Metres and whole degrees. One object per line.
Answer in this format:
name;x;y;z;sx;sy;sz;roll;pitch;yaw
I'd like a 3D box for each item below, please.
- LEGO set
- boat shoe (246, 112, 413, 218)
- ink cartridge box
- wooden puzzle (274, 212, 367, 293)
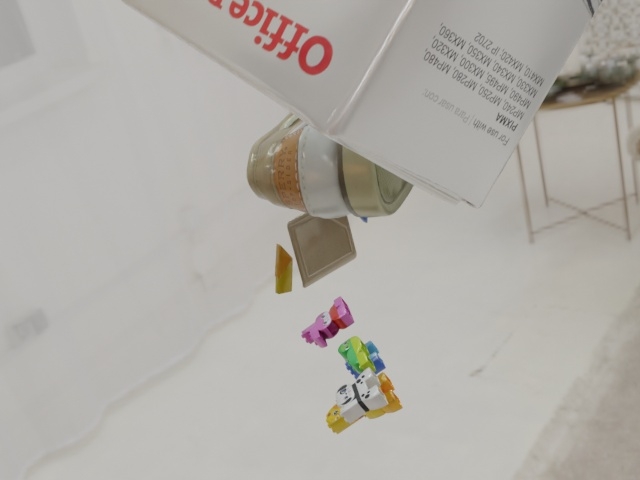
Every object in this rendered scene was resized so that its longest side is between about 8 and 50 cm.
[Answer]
LEGO set;0.032;0.177;1.198;0.093;0.087;0.227;-36;26;7
boat shoe;0.037;-0.095;0.773;0.103;0.113;0.302;-1;15;20
ink cartridge box;0.041;-0.159;0.397;0.100;0.237;0.172;20;13;-46
wooden puzzle;0.000;0.000;0.894;0.116;0.078;0.014;-22;27;-34
